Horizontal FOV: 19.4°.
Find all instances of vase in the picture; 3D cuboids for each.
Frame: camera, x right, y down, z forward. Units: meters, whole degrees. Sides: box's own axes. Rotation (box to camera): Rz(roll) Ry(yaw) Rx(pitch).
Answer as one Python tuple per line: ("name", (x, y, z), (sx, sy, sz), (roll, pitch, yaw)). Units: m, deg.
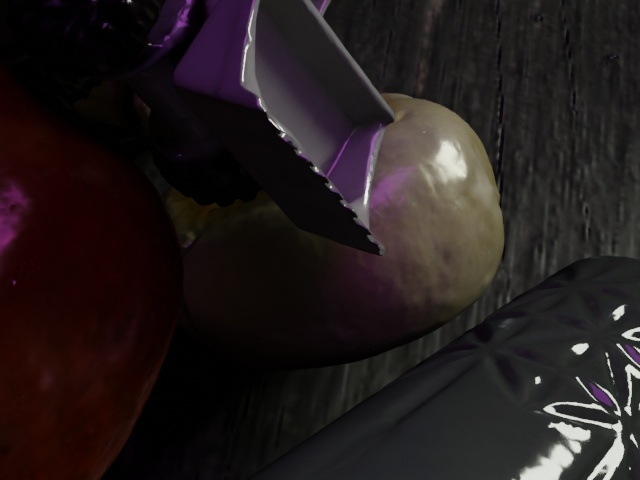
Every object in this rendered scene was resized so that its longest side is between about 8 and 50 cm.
("vase", (0.066, 0.117, 0.690), (0.251, 0.156, 0.301), (31, 38, 18))

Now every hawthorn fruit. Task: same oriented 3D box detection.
("hawthorn fruit", (-0.152, 0.036, 0.669), (0.185, 0.185, 0.202), (22, 50, 3))

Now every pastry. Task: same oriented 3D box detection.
("pastry", (0.000, 0.000, 0.784), (0.156, 0.156, 0.092), (-33, 105, -40))

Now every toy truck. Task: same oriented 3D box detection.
("toy truck", (-0.074, -0.097, 0.722), (0.286, 0.136, 0.111), (30, 79, 38))

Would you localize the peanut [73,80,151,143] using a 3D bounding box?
("peanut", (-0.046, -0.177, 0.942), (0.149, 0.149, 0.313), (25, 44, 6))
